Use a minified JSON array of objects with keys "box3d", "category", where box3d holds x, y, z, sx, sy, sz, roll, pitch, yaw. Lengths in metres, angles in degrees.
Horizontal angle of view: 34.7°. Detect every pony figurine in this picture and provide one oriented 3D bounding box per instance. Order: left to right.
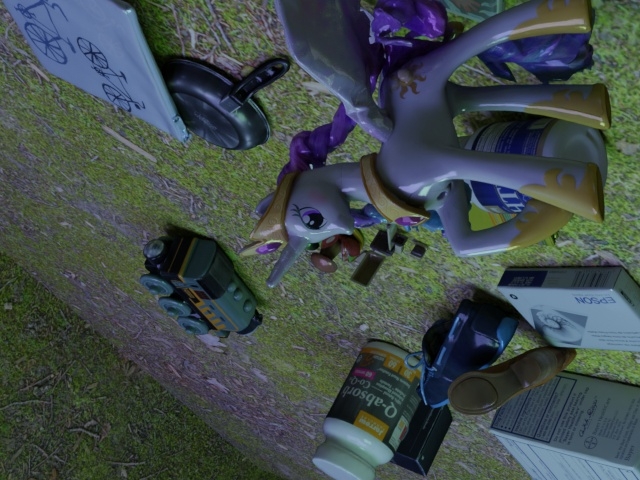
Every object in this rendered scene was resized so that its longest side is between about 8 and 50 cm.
[{"box3d":[0.088,-0.134,1.000,0.363,0.351,0.303,-7,160,24],"category":"pony figurine"}]

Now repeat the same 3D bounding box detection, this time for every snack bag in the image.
[{"box3d":[-0.356,-0.311,1.544,0.342,0.037,0.323,29,158,24],"category":"snack bag"}]

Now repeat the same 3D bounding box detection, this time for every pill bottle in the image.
[{"box3d":[0.103,0.363,2.125,0.162,0.278,0.162,25,157,11],"category":"pill bottle"},{"box3d":[0.234,-0.087,1.220,0.186,0.112,0.112,1,144,51],"category":"pill bottle"}]

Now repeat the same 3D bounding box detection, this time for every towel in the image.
[{"box3d":[0.217,-0.048,1.452,0.237,0.021,0.102,12,146,40],"category":"towel"}]

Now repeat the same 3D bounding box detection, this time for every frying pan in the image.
[{"box3d":[-0.122,-0.193,1.534,0.326,0.053,0.197,12,152,44],"category":"frying pan"}]

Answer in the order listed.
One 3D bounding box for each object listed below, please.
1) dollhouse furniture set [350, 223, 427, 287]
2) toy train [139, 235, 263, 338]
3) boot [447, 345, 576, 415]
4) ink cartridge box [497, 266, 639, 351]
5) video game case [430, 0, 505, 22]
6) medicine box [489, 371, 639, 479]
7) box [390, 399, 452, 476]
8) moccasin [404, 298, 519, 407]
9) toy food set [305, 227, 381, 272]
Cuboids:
[{"box3d":[0.104,0.023,1.620,0.091,0.114,0.081,25,153,20],"category":"dollhouse furniture set"},{"box3d":[-0.254,0.107,2.233,0.190,0.142,0.334,6,149,28],"category":"toy train"},{"box3d":[0.319,0.227,1.686,0.197,0.152,0.073,-26,80,36],"category":"boot"},{"box3d":[0.410,0.121,1.530,0.224,0.045,0.223,42,155,-27],"category":"ink cartridge box"},{"box3d":[0.093,-0.310,1.037,0.201,0.023,0.183,22,157,19],"category":"video game case"},{"box3d":[0.493,0.366,1.814,0.289,0.149,0.263,8,149,44],"category":"medicine box"},{"box3d":[0.172,0.417,2.322,0.207,0.153,0.108,19,156,28],"category":"box"},{"box3d":[0.238,0.185,1.813,0.116,0.138,0.342,34,144,3],"category":"moccasin"},{"box3d":[0.000,0.000,1.753,0.218,0.071,0.128,35,158,-12],"category":"toy food set"}]
